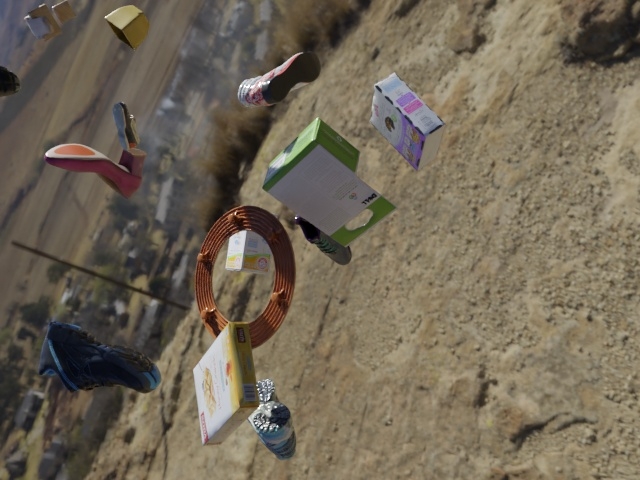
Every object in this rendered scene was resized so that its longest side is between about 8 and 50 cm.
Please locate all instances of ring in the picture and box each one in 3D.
[{"bbox_3d":[-0.187,0.084,1.583,0.336,0.032,0.336,-8,78,40],"label":"ring"}]

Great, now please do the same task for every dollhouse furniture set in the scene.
[{"bbox_3d":[-0.626,-0.726,1.748,0.355,0.303,0.174,-40,33,-25],"label":"dollhouse furniture set"}]

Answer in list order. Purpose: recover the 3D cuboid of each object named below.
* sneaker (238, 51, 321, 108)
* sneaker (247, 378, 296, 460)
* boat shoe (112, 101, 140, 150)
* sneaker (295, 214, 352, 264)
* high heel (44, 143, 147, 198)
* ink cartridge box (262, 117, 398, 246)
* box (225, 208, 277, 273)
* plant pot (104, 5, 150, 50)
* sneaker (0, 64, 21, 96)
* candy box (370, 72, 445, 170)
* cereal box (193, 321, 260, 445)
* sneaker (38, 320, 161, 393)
[{"bbox_3d":[-0.120,-0.454,1.943,0.145,0.090,0.270,-2,32,38],"label":"sneaker"},{"bbox_3d":[-0.132,0.439,1.678,0.283,0.110,0.122,-141,32,-68],"label":"sneaker"},{"bbox_3d":[-0.457,-0.274,1.631,0.049,0.043,0.137,39,147,28],"label":"boat shoe"},{"bbox_3d":[0.000,0.000,1.816,0.083,0.223,0.098,-24,27,30],"label":"sneaker"},{"bbox_3d":[-0.721,-0.204,2.206,0.127,0.377,0.181,35,113,31],"label":"high heel"},{"bbox_3d":[0.026,-0.124,1.576,0.189,0.255,0.097,-38,26,35],"label":"ink cartridge box"},{"bbox_3d":[-0.225,0.004,2.251,0.103,0.114,0.203,1,81,53],"label":"box"},{"bbox_3d":[-0.508,-0.579,1.846,0.081,0.081,0.083,37,76,24],"label":"plant pot"},{"bbox_3d":[-0.916,-0.397,1.771,0.106,0.267,0.101,-40,65,50],"label":"sneaker"},{"bbox_3d":[0.217,-0.300,1.753,0.070,0.165,0.196,-35,70,-15],"label":"candy box"},{"bbox_3d":[-0.192,0.290,1.373,0.240,0.047,0.173,-51,43,47],"label":"cereal box"},{"bbox_3d":[-0.529,0.310,1.651,0.341,0.125,0.139,17,83,26],"label":"sneaker"}]
